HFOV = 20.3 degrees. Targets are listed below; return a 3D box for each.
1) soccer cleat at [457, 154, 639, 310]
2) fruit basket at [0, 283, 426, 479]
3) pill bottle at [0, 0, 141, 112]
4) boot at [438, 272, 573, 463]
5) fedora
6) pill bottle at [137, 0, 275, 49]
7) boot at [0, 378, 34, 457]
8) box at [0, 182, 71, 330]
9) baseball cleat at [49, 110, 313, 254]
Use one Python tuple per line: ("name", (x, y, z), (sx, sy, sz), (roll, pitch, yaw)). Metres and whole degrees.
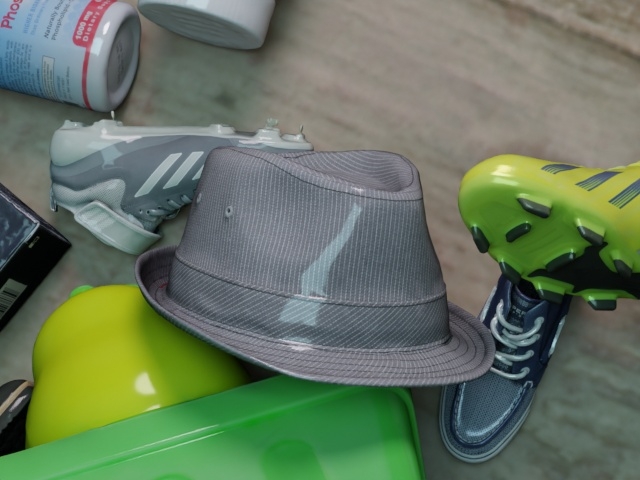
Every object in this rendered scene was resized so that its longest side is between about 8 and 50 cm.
("soccer cleat", (0.215, -0.015, 1.238), (0.289, 0.093, 0.121), (16, 57, -26))
("fruit basket", (-0.105, 0.202, 1.240), (0.392, 0.392, 0.283), (-8, 113, 8))
("pill bottle", (-0.227, -0.157, 1.388), (0.160, 0.087, 0.087), (14, 82, 11))
("boot", (0.135, 0.069, 1.290), (0.069, 0.086, 0.190), (21, 84, 12))
("fedora", (0.000, 0.000, 1.229), (0.244, 0.275, 0.124), (3, 103, -24))
("pill bottle", (-0.062, -0.266, 1.364), (0.121, 0.121, 0.221), (14, 82, 11))
("boot", (-0.314, 0.153, 1.357), (0.137, 0.077, 0.198), (41, 87, 19))
("box", (-0.305, 0.007, 1.368), (0.158, 0.093, 0.156), (39, 88, 12))
("baseball cleat", (-0.106, -0.042, 1.367), (0.206, 0.072, 0.109), (3, 94, 14))
